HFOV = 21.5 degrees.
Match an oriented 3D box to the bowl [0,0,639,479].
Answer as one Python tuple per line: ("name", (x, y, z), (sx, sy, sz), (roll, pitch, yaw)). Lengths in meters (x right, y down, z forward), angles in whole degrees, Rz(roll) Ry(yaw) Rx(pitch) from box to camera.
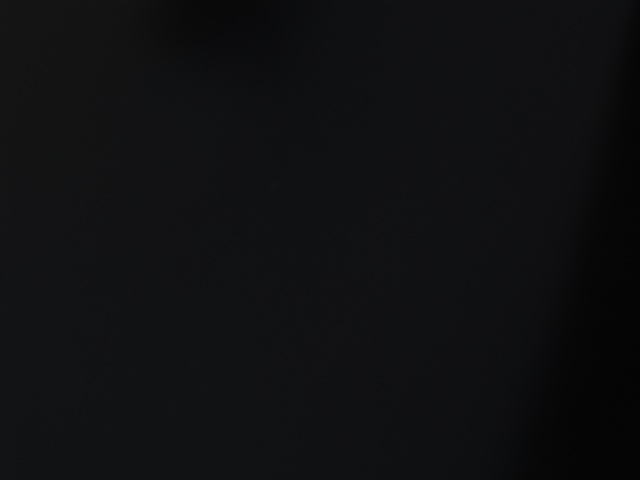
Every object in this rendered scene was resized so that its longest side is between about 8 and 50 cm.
("bowl", (0.000, 0.000, 0.452), (0.391, 0.077, 0.391), (-13, -125, 20))
